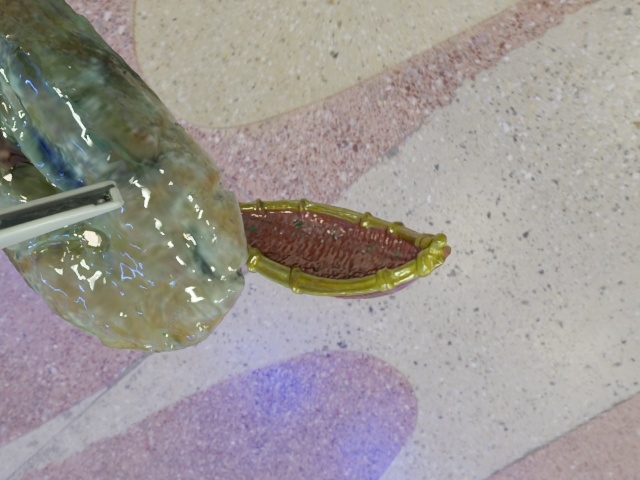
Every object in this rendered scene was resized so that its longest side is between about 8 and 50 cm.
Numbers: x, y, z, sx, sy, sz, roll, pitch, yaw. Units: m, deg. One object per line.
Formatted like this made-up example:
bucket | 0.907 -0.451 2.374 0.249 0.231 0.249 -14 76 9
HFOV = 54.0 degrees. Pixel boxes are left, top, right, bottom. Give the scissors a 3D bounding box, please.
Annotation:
scissors | -0.179 0.005 0.286 0.176 0.085 0.022 -21 83 -20

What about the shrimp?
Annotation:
shrimp | -0.237 -0.088 0.548 0.221 0.110 0.445 -33 97 18

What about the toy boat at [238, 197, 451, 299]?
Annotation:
toy boat | 0.003 0.005 0.727 0.318 0.141 0.099 11 136 32
